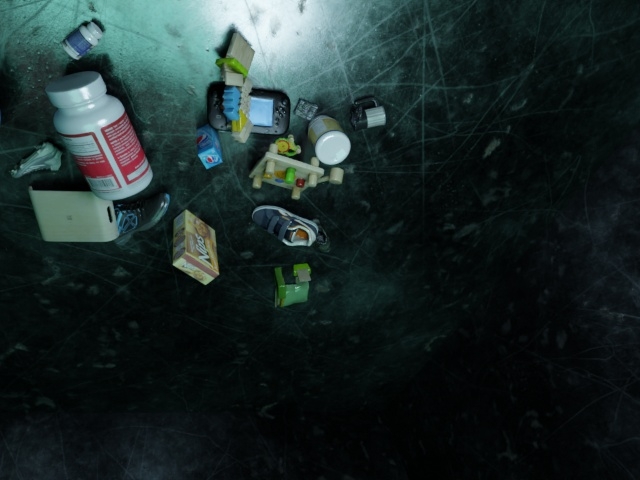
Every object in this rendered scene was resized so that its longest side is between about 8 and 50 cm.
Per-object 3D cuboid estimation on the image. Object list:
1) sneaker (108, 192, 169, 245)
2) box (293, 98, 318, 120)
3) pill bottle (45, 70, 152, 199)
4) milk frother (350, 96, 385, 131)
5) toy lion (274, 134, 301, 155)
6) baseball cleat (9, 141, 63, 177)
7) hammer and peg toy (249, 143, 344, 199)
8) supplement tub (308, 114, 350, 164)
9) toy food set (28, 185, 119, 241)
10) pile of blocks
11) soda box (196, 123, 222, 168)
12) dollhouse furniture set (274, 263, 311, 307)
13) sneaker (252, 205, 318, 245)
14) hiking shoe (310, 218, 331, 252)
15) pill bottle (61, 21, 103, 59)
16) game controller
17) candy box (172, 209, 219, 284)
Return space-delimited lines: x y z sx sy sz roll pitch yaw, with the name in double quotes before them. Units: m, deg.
"sneaker" -0.792 -0.106 1.793 0.341 0.125 0.139 -33 130 10
"box" -0.060 -0.535 1.735 0.083 0.018 0.067 13 124 -27
"pill bottle" -0.779 -0.365 1.503 0.229 0.229 0.407 -14 132 -7
"milk frother" 0.201 -0.517 1.752 0.135 0.143 0.129 -14 125 -4
"toy lion" -0.146 -0.401 1.816 0.096 0.034 0.100 -25 133 13
"baseball cleat" -1.058 -0.280 1.592 0.206 0.072 0.109 -31 138 14
"hammer and peg toy" -0.101 -0.266 1.800 0.362 0.127 0.266 14 163 -23
"supplement tub" 0.029 -0.418 1.742 0.145 0.199 0.144 -9 131 -11
"toy food set" -0.995 -0.112 1.714 0.307 0.092 0.219 0 117 -5
"pile of blocks" -0.325 -0.537 1.512 0.149 0.113 0.361 -19 115 -58
"soda box" -0.429 -0.367 1.628 0.067 0.210 0.071 -24 133 3
"dollhouse furniture set" -0.147 0.293 2.328 0.198 0.151 0.301 -6 131 -13
"sneaker" -0.170 -0.065 1.974 0.322 0.127 0.126 16 125 -3
"hiking shoe" 0.000 0.000 2.150 0.086 0.114 0.226 -25 133 5
"pill bottle" -0.768 -0.649 1.371 0.120 0.067 0.067 -31 132 10
"game controller" -0.274 -0.499 1.638 0.320 0.067 0.166 0 95 -18
"candy box" -0.547 0.024 1.855 0.088 0.316 0.183 -37 130 14
